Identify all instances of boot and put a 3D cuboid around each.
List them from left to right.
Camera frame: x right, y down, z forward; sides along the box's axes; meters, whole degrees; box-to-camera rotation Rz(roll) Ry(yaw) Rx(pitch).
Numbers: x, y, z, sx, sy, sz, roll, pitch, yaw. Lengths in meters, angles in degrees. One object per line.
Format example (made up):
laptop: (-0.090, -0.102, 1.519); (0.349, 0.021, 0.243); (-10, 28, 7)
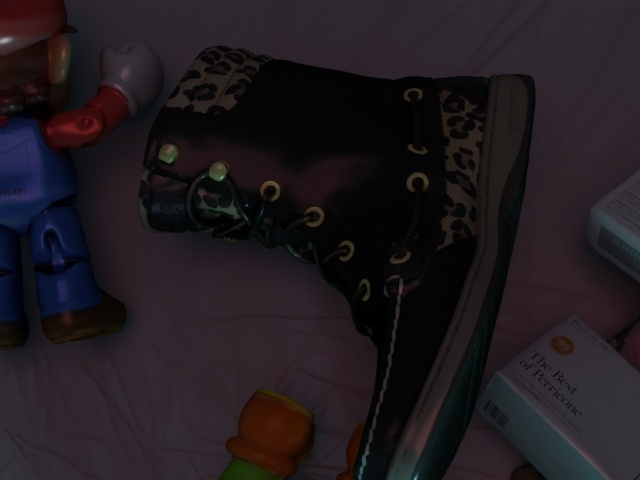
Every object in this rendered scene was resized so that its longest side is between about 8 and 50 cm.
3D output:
boot: (0.000, 0.000, 0.827); (0.284, 0.138, 0.377); (12, 59, 10)

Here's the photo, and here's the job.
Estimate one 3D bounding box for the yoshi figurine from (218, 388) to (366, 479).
yoshi figurine: (-0.043, 0.311, 0.805); (0.203, 0.203, 0.362); (36, 63, -28)

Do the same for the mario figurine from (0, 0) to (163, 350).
mario figurine: (-0.241, -0.072, 0.927); (0.198, 0.170, 0.320); (-4, 87, -32)

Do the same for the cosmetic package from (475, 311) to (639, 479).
cosmetic package: (0.237, 0.169, 0.802); (0.099, 0.060, 0.239); (-30, 64, -34)

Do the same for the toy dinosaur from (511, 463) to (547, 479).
toy dinosaur: (0.262, 0.260, 0.820); (0.268, 0.064, 0.118); (23, 74, 6)

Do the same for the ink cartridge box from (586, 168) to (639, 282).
ink cartridge box: (0.349, -0.020, 0.843); (0.225, 0.056, 0.181); (-33, 53, -24)

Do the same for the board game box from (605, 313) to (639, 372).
board game box: (0.367, 0.074, 0.858); (0.243, 0.042, 0.165); (-37, 77, -3)
